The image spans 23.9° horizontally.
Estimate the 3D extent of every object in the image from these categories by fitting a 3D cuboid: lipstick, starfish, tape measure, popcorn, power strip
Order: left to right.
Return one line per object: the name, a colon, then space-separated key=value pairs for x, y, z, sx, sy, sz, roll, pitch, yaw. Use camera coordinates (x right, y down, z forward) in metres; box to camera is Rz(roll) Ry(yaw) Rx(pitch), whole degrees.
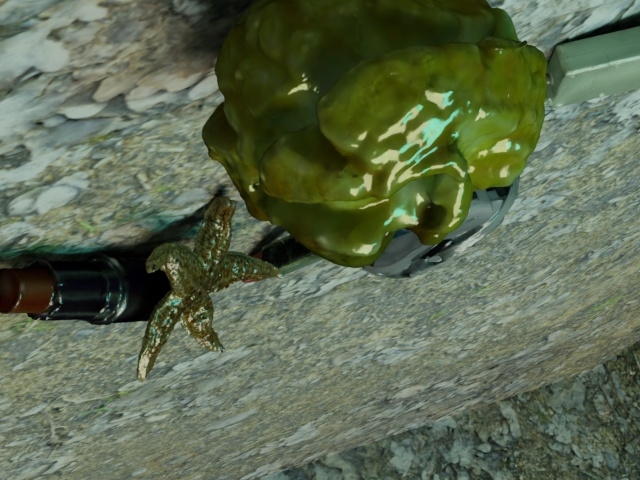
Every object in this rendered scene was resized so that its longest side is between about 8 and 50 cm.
lipstick: x=-0.251 y=0.055 z=1.672 sx=0.081 sy=0.081 sz=0.300 roll=-33 pitch=164 yaw=26
starfish: x=-0.138 y=0.057 z=1.715 sx=0.277 sy=0.062 sz=0.235 roll=3 pitch=113 yaw=-65
lipstick: x=0.000 y=0.000 z=1.837 sx=0.051 sy=0.051 sz=0.312 roll=6 pitch=163 yaw=-35
popcorn: x=0.053 y=-0.116 z=1.276 sx=0.282 sy=0.282 sz=0.247 roll=-13 pitch=129 yaw=-37
tape measure: x=0.148 y=-0.032 z=1.925 sx=0.197 sy=0.120 sz=0.236 roll=-13 pitch=163 yaw=-46
power strip: x=0.421 y=-0.225 z=1.771 sx=0.367 sy=0.043 sz=0.106 roll=-13 pitch=162 yaw=-8

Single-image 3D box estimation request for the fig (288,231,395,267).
fig: x=0.026 y=-0.047 z=1.654 sx=0.144 sy=0.154 sz=0.165 roll=8 pitch=137 yaw=26
